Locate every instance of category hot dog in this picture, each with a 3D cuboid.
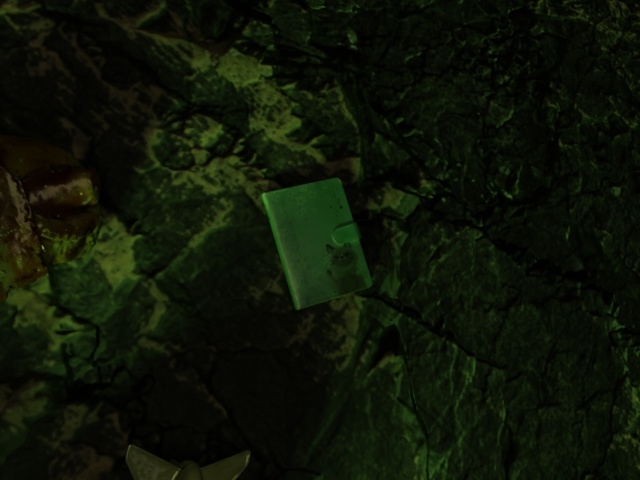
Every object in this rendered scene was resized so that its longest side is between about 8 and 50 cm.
[{"bbox_3d":[-0.291,-0.018,0.421,0.213,0.103,0.146,-29,90,-25],"label":"hot dog"}]

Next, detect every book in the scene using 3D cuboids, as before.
[{"bbox_3d":[0.000,0.000,0.576,0.103,0.017,0.135,-15,85,-23],"label":"book"}]

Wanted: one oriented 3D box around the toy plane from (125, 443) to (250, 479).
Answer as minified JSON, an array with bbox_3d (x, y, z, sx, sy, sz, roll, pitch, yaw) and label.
[{"bbox_3d":[-0.132,0.308,0.422,0.241,0.104,0.256,18,66,-33],"label":"toy plane"}]
